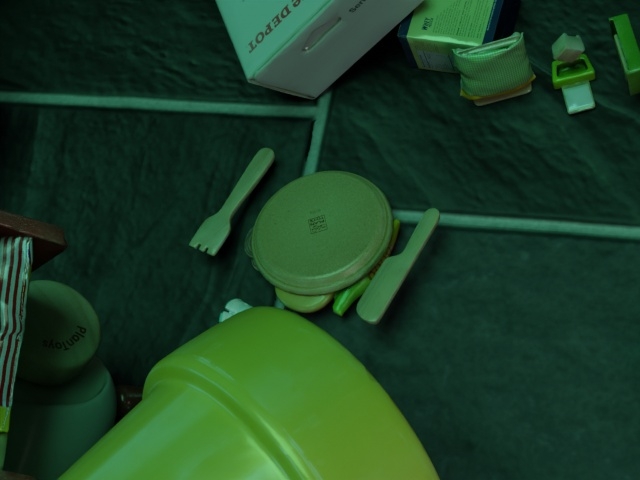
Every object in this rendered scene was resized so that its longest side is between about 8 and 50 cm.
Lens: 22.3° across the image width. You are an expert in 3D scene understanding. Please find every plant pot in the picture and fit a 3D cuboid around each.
[{"bbox_3d":[-0.075,0.206,1.053,0.239,0.254,0.254,-31,59,-28],"label":"plant pot"}]

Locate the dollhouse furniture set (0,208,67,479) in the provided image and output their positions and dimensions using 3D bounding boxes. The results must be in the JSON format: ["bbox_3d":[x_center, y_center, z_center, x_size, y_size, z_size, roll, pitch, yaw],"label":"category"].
[{"bbox_3d":[-0.340,0.118,1.216,0.374,0.152,0.201,-30,51,51],"label":"dollhouse furniture set"}]

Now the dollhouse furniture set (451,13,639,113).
[{"bbox_3d":[0.189,-0.135,1.342,0.152,0.076,0.058,-14,63,8],"label":"dollhouse furniture set"}]

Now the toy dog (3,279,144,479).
[{"bbox_3d":[-0.195,0.203,1.258,0.161,0.220,0.333,11,70,-21],"label":"toy dog"}]

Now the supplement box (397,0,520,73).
[{"bbox_3d":[0.120,-0.192,1.398,0.083,0.056,0.083,10,69,19],"label":"supplement box"}]

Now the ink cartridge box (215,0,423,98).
[{"bbox_3d":[-0.020,-0.254,1.413,0.154,0.093,0.212,-41,55,32],"label":"ink cartridge box"}]

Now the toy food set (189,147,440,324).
[{"bbox_3d":[0.000,0.000,1.362,0.192,0.038,0.132,23,67,29],"label":"toy food set"}]

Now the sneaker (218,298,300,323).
[{"bbox_3d":[-0.047,0.124,1.301,0.076,0.065,0.166,-1,68,11],"label":"sneaker"}]
